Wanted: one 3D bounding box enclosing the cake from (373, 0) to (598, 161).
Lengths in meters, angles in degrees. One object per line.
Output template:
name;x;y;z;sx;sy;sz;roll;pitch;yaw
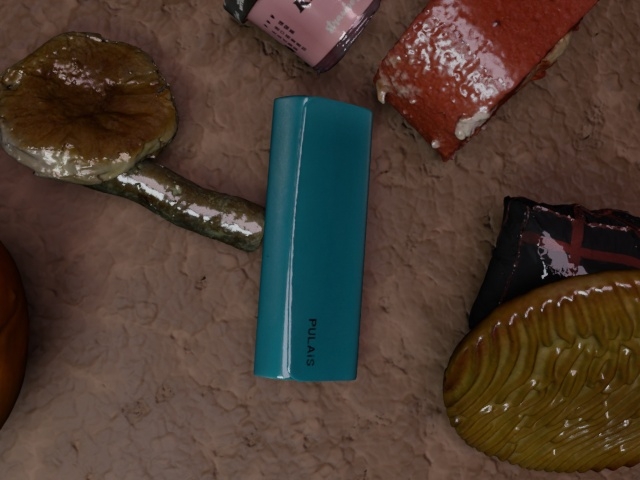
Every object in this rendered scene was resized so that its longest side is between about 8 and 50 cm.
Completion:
cake;0.190;-0.226;0.810;0.283;0.177;0.151;-43;93;-10

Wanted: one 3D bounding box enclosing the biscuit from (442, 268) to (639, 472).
biscuit;0.285;0.152;0.763;0.318;0.040;0.317;1;130;1

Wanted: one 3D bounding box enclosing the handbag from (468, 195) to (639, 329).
handbag;0.287;0.044;0.812;0.216;0.155;0.169;10;96;-5

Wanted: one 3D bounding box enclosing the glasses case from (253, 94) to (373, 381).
glasses case;-0.001;0.000;0.801;0.117;0.070;0.300;7;86;-40

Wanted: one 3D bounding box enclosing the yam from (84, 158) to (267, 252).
yam;-0.178;-0.056;0.807;0.253;0.061;0.061;22;84;-5

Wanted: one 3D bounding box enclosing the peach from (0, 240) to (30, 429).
peach;-0.435;0.084;0.635;0.343;0.342;0.301;18;43;-6

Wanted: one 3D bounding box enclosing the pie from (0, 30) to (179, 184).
pie;-0.242;-0.140;0.775;0.195;0.046;0.195;7;59;-13

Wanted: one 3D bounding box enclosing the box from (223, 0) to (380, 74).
box;-0.010;-0.270;0.806;0.135;0.151;0.151;41;82;-13
